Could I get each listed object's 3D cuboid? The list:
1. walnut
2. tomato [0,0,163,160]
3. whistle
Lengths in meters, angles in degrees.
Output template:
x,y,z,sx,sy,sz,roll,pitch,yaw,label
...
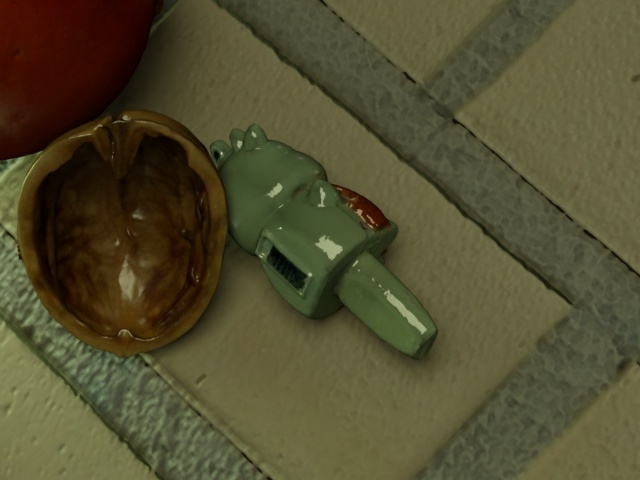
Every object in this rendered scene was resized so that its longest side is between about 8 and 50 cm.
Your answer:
x,y,z,sx,sy,sz,roll,pitch,yaw,label
-0.159,-0.017,1.601,0.167,0.087,0.211,2,115,-6,walnut
-0.286,-0.218,1.602,0.321,0.321,0.322,-3,71,7,tomato
-0.001,0.000,1.591,0.106,0.102,0.253,-43,68,-10,whistle
